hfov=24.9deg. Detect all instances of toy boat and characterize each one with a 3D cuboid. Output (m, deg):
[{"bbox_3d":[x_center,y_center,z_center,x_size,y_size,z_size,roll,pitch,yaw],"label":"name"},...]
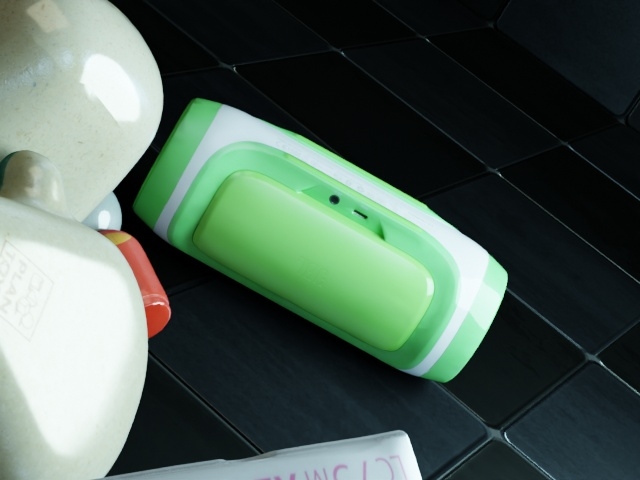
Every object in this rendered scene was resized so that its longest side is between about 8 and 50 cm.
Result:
[{"bbox_3d":[-0.209,-0.038,0.971,0.148,0.267,0.318,53,2,32],"label":"toy boat"}]

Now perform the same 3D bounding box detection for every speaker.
[{"bbox_3d":[0.000,0.000,1.195,0.297,0.131,0.131,29,26,-5],"label":"speaker"}]

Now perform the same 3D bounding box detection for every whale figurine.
[{"bbox_3d":[-0.212,0.039,0.798,0.272,0.141,0.216,52,44,-45],"label":"whale figurine"}]

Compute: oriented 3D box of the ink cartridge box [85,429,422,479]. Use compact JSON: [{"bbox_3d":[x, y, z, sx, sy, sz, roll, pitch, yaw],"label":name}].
[{"bbox_3d":[-0.122,0.160,0.635,0.186,0.311,0.065,0,71,-47],"label":"ink cartridge box"}]
